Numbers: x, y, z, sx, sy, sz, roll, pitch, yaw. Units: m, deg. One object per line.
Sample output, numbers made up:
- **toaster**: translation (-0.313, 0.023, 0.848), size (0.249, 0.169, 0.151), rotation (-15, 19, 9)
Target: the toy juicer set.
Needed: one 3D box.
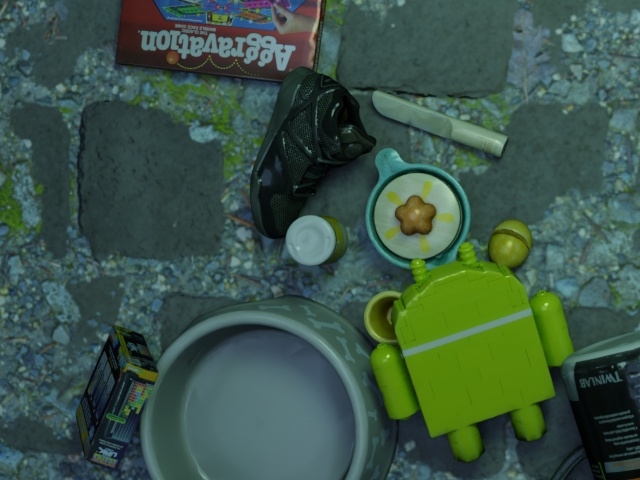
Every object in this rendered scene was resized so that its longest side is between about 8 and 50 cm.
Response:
- **toy juicer set**: translation (0.160, -0.032, 1.603), size (0.209, 0.089, 0.328), rotation (0, 90, 14)

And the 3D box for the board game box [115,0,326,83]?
- **board game box**: translation (-0.135, -0.294, 1.709), size (0.281, 0.027, 0.145), rotation (8, 93, 14)

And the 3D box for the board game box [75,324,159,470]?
- **board game box**: translation (-0.270, 0.204, 1.673), size (0.048, 0.170, 0.141), rotation (21, 97, -18)

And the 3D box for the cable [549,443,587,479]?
- **cable**: translation (0.262, 0.363, 1.605), size (0.139, 0.072, 0.287), rotation (31, 87, 11)

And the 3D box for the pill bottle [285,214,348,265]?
- **pill bottle**: translation (0.000, 0.000, 1.629), size (0.065, 0.116, 0.065), rotation (0, 90, 14)

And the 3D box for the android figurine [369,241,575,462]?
- **android figurine**: translation (0.185, 0.136, 1.564), size (0.248, 0.056, 0.272), rotation (-20, 107, 2)

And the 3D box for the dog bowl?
- **dog bowl**: translation (-0.077, 0.241, 1.658), size (0.349, 0.102, 0.348), rotation (0, 91, 14)

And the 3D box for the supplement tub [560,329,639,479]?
- **supplement tub**: translation (0.416, 0.262, 1.486), size (0.194, 0.193, 0.316), rotation (-18, 87, 14)

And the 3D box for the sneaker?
- **sneaker**: translation (-0.011, -0.097, 1.626), size (0.130, 0.087, 0.227), rotation (26, 103, 34)
